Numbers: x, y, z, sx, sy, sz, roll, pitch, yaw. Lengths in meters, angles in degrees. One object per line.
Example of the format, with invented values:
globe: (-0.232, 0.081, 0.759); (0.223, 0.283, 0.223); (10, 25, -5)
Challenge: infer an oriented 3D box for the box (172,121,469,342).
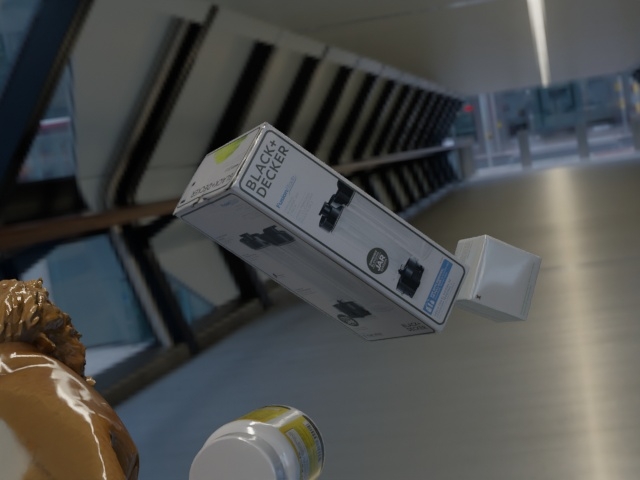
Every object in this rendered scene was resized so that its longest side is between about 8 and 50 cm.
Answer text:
box: (0.000, 0.000, 1.259); (0.290, 0.087, 0.169); (34, -22, -18)

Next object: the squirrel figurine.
squirrel figurine: (-0.265, 0.249, 1.114); (0.281, 0.397, 0.370); (-21, -35, 5)

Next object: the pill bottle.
pill bottle: (-0.072, 0.258, 1.303); (0.119, 0.119, 0.208); (-8, -3, 12)

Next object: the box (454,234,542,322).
box: (0.248, 0.057, 1.649); (0.102, 0.101, 0.087); (20, -12, -16)
